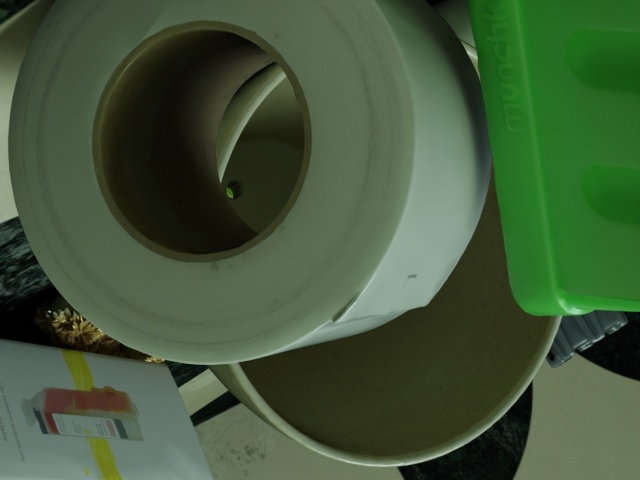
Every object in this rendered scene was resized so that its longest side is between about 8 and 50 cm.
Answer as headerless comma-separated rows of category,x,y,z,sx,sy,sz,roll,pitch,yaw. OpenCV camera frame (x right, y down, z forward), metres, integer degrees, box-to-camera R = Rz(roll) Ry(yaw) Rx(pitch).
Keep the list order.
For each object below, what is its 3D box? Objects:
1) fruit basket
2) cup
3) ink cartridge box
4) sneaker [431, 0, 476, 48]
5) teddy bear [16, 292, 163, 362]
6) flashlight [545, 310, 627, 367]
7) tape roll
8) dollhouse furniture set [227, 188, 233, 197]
fruit basket,0.186,-0.165,0.976,0.283,0.392,0.392,-25,170,-28
cup,0.000,0.000,1.290,0.331,0.331,0.237,-25,-165,-28
ink cartridge box,-0.332,0.228,1.521,0.279,0.160,0.384,-34,154,23
sneaker,0.173,-0.202,1.358,0.237,0.085,0.086,-18,139,-38
teddy bear,-0.222,0.113,1.689,0.245,0.113,0.338,-20,167,-38
flashlight,0.214,-0.026,1.682,0.103,0.304,0.103,-28,170,-17
tape roll,-0.036,-0.055,0.940,0.246,0.246,0.169,-33,170,18
dollhouse furniture set,-0.044,-0.033,1.555,0.058,0.076,0.151,-30,170,8
